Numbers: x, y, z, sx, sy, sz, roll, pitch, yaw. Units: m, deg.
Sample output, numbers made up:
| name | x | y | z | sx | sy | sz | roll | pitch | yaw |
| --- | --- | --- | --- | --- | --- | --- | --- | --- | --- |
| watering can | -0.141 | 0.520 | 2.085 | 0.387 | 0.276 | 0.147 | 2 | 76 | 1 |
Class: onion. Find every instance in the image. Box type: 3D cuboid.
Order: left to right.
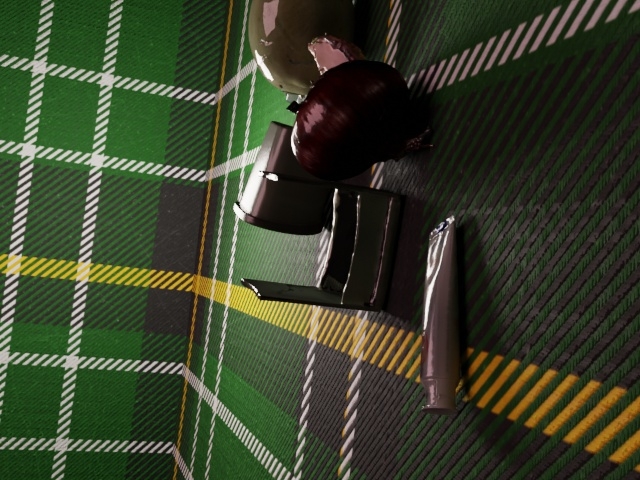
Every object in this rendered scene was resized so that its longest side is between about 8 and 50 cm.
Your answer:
| name | x | y | z | sx | sy | sz | roll | pitch | yaw |
| --- | --- | --- | --- | --- | --- | --- | --- | --- | --- |
| onion | 0.085 | -0.219 | 1.457 | 0.273 | 0.285 | 0.273 | -49 | -13 | -15 |

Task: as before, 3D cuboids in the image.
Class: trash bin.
| name | x | y | z | sx | sy | sz | roll | pitch | yaw |
| --- | --- | --- | --- | --- | --- | --- | --- | --- | --- |
| trash bin | -0.078 | -0.159 | 1.881 | 0.220 | 0.219 | 0.250 | 41 | 115 | 65 |

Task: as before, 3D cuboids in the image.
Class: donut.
| name | x | y | z | sx | sy | sz | roll | pitch | yaw |
| --- | --- | --- | --- | --- | --- | --- | --- | --- | --- |
| donut | 0.043 | -0.347 | 1.696 | 0.199 | 0.085 | 0.233 | 39 | 129 | 31 |

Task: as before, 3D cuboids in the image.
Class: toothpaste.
| name | x | y | z | sx | sy | sz | roll | pitch | yaw |
| --- | --- | --- | --- | --- | --- | --- | --- | --- | --- |
| toothpaste | 0.198 | 0.120 | 1.219 | 0.100 | 0.066 | 0.323 | 128 | 149 | -64 |

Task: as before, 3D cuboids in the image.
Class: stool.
| name | x | y | z | sx | sy | sz | roll | pitch | yaw |
| --- | --- | --- | --- | --- | --- | --- | --- | --- | --- |
| stool | 0.000 | 0.000 | 1.503 | 0.170 | 0.269 | 0.244 | -156 | 74 | -69 |

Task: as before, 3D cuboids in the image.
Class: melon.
| name | x | y | z | sx | sy | sz | roll | pitch | yaw |
| --- | --- | --- | --- | --- | --- | --- | --- | --- | --- |
| melon | -0.045 | -0.518 | 1.833 | 0.268 | 0.268 | 0.330 | -140 | 47 | -67 |

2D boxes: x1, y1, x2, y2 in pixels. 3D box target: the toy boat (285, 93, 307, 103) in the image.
| name | x | y | z | sx | sy | sz | roll | pitch | yaw |
| --- | --- | --- | --- | --- | --- | --- | --- | --- | --- |
| toy boat | -0.059 | -0.444 | 2.100 | 0.319 | 0.092 | 0.141 | -114 | 35 | -55 |
